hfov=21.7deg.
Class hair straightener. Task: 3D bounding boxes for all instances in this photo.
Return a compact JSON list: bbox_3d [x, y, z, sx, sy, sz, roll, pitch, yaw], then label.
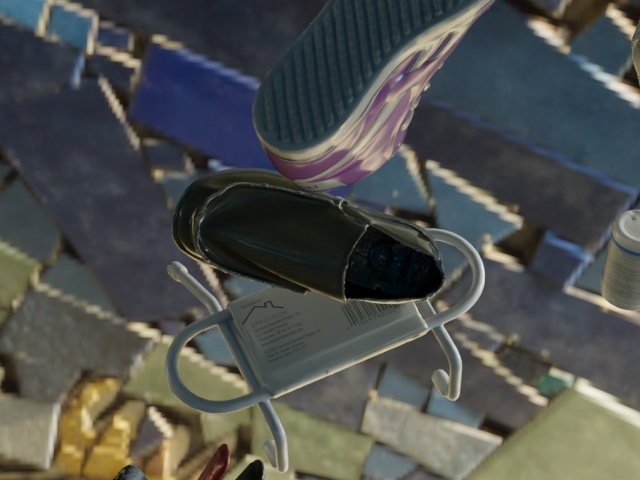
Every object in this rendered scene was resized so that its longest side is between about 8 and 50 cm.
[{"bbox_3d":[-0.116,0.312,1.672,0.089,0.230,0.047,25,17,-21],"label":"hair straightener"}]

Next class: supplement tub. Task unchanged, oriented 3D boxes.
[{"bbox_3d":[0.374,0.023,1.981,0.071,0.107,0.071,3,41,-2],"label":"supplement tub"}]

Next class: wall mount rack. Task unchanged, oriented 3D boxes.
[{"bbox_3d":[-0.013,0.071,1.766,0.350,0.130,0.304,-22,58,-13],"label":"wall mount rack"}]

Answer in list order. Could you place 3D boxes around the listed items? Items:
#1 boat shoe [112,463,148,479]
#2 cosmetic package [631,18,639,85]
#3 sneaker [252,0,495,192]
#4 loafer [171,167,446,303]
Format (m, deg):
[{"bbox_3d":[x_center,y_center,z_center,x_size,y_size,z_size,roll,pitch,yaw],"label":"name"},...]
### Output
[{"bbox_3d":[-0.112,0.196,0.863,0.083,0.065,0.183,39,33,-5],"label":"boat shoe"},{"bbox_3d":[0.515,-0.157,1.399,0.394,0.329,0.327,11,59,28],"label":"cosmetic package"},{"bbox_3d":[0.063,-0.155,1.333,0.282,0.161,0.102,-43,68,-4],"label":"sneaker"},{"bbox_3d":[0.000,0.000,1.394,0.251,0.094,0.087,10,7,-23],"label":"loafer"}]
